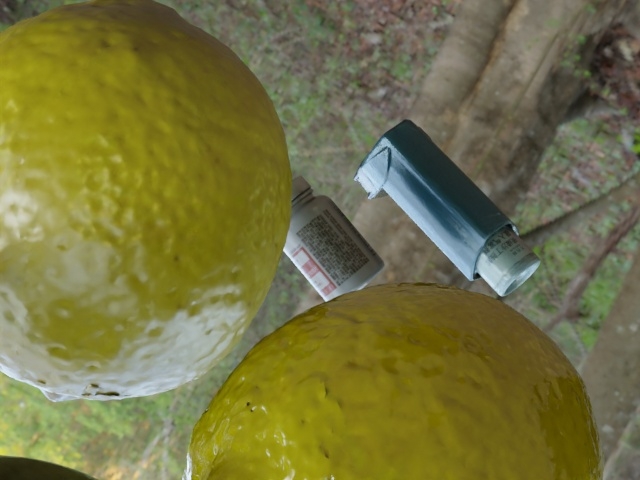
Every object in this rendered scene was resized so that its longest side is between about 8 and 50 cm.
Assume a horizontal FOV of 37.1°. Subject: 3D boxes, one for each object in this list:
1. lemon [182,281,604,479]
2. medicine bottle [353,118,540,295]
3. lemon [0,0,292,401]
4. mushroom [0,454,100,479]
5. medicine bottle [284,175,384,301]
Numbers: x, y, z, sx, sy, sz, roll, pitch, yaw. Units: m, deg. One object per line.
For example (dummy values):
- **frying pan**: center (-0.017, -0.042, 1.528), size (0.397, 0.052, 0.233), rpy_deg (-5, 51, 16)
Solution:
- **lemon**: center (0.045, 0.152, 0.607), size (0.319, 0.245, 0.245), rpy_deg (-10, -151, -43)
- **medicine bottle**: center (0.146, -0.039, 1.130), size (0.258, 0.079, 0.124), rpy_deg (47, 157, 21)
- **lemon**: center (-0.177, -0.032, 0.811), size (0.336, 0.336, 0.336), rpy_deg (30, 179, 0)
- **mushroom**: center (-0.220, 0.313, 0.589), size (0.352, 0.352, 0.260), rpy_deg (30, 166, -8)
- **medicine bottle**: center (0.000, 0.000, 1.061), size (0.140, 0.079, 0.079), rpy_deg (50, 180, 1)
